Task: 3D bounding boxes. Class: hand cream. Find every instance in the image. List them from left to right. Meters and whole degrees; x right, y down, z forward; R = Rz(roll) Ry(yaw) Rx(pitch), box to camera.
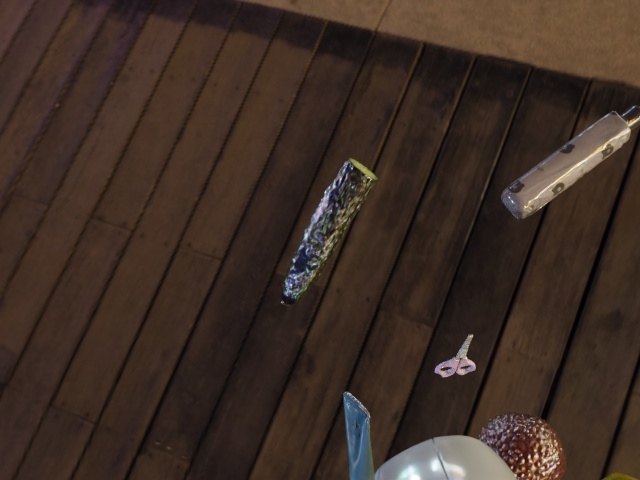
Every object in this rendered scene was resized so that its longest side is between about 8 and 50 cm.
[{"bbox_3d":[0.075,0.387,1.363,0.048,0.224,0.083,-21,33,-24],"label":"hand cream"}]

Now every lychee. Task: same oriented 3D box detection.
[{"bbox_3d":[0.416,0.449,1.512,0.194,0.194,0.194,-5,67,13],"label":"lychee"}]

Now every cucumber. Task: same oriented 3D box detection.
[{"bbox_3d":[0.000,0.000,1.205,0.067,0.067,0.293,41,115,25],"label":"cucumber"}]

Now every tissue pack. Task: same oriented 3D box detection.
[{"bbox_3d":[0.248,0.497,1.212,0.236,0.333,0.229,-20,25,2],"label":"tissue pack"}]

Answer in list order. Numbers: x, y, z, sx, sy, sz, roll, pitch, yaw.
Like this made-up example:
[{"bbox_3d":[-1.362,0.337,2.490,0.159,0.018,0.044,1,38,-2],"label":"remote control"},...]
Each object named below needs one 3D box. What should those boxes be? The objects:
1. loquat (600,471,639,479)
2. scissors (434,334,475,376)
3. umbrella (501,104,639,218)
[{"bbox_3d":[0.713,0.669,1.664,0.213,0.213,0.246,-37,69,-2],"label":"loquat"},{"bbox_3d":[0.364,0.300,1.872,0.110,0.212,0.021,-3,55,-7],"label":"scissors"},{"bbox_3d":[0.503,-0.161,1.431,0.337,0.067,0.073,-36,82,-6],"label":"umbrella"}]
